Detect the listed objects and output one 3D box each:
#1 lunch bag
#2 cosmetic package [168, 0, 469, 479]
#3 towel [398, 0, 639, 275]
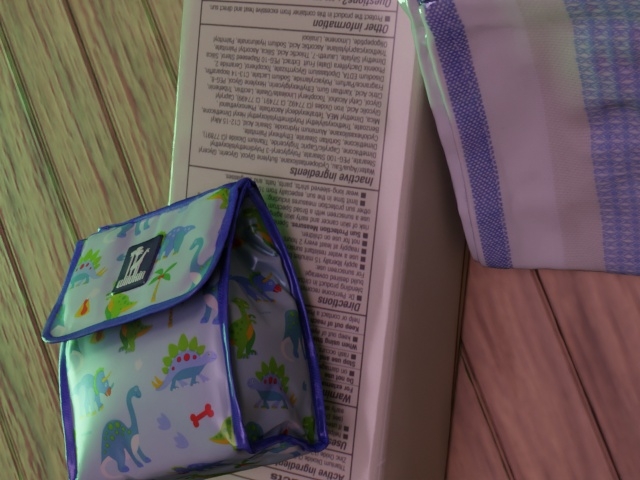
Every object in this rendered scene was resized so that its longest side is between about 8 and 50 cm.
[{"bbox_3d":[-0.077,0.053,0.674,0.129,0.096,0.151,-18,71,31],"label":"lunch bag"},{"bbox_3d":[0.000,0.000,0.739,0.160,0.113,0.309,10,100,27],"label":"cosmetic package"},{"bbox_3d":[0.191,-0.049,0.612,0.285,0.034,0.209,5,137,25],"label":"towel"}]
